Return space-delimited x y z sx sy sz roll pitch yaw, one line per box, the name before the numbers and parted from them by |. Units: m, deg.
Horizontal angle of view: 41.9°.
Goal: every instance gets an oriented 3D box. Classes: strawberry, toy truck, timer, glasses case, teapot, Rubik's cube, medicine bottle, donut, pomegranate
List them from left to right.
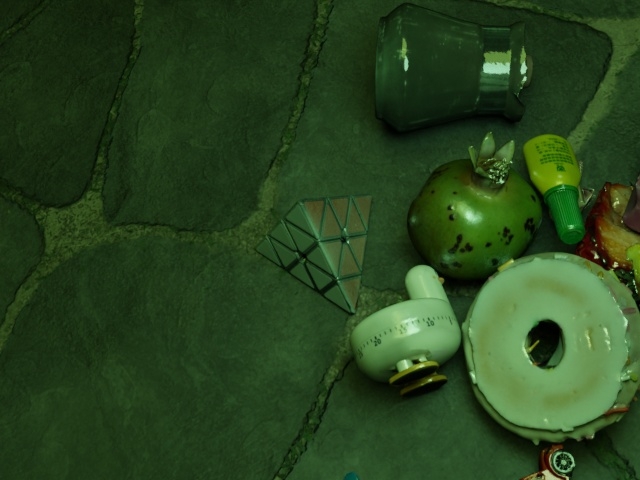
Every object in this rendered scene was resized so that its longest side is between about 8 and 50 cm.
Rubik's cube | 0.002 -0.001 1.935 0.233 0.229 0.228 17 109 -16
timer | 0.174 0.186 1.750 0.234 0.233 0.240 -20 65 3
teapot | 0.319 -0.423 2.015 0.362 0.305 0.376 4 36 5
pomegranate | 0.352 -0.062 1.791 0.291 0.323 0.290 14 58 -23
toy truck | 0.442 0.522 1.594 0.114 0.107 0.252 -9 63 8
donut | 0.468 0.210 1.662 0.383 0.142 0.382 -7 78 36
medicine bottle | 0.510 -0.116 1.795 0.111 0.076 0.309 -2 43 3
glasses case | 0.563 -0.121 1.887 0.102 0.070 0.193 -19 41 22
strawberry | 0.631 0.025 1.777 0.253 0.150 0.280 -12 51 -26

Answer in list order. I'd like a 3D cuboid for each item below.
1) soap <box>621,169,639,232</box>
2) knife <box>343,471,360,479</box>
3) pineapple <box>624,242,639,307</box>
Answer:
soap | 0.798 -0.141 1.762 0.233 0.128 0.359 20 48 18
knife | 0.134 0.592 1.678 0.044 0.026 0.296 -42 63 4
pineapple | 0.666 0.108 1.582 0.079 0.135 0.233 -29 65 41
